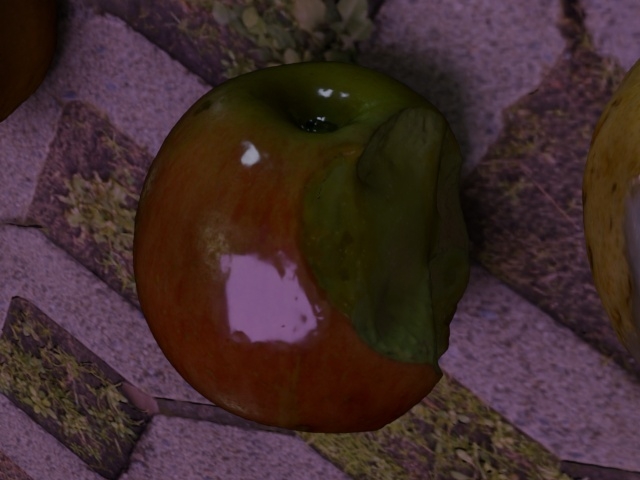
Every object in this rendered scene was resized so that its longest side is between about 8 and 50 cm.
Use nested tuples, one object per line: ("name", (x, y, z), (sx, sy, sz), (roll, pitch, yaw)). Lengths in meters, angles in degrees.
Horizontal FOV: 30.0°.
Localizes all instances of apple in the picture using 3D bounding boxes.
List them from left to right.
("apple", (0.000, 0.000, 0.804), (0.246, 0.246, 0.226), (23, 119, 25))

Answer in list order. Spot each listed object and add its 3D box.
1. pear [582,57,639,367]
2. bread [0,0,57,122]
("pear", (0.264, 0.000, 0.585), (0.271, 0.271, 0.271), (22, 133, 26))
("bread", (-0.360, -0.203, 1.004), (0.312, 0.172, 0.312), (27, 137, 28))
